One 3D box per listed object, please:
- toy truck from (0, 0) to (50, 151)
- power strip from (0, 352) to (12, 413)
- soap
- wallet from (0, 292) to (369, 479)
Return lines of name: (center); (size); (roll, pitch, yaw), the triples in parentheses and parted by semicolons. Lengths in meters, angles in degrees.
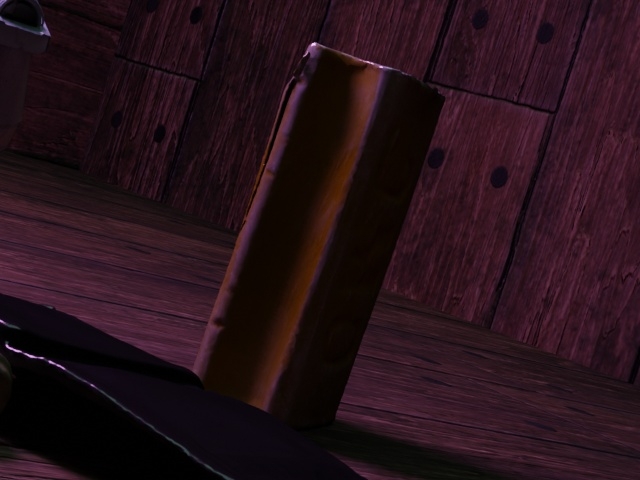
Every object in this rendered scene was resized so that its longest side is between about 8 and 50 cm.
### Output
toy truck: (-0.290, -0.079, 1.444); (0.108, 0.256, 0.140); (16, 10, -37)
power strip: (-0.302, 0.046, 0.884); (0.092, 0.066, 0.387); (21, 2, 35)
soap: (0.000, 0.000, 1.419); (0.089, 0.274, 0.173); (20, 3, 16)
wallet: (-0.113, 0.089, 1.136); (0.323, 0.041, 0.247); (28, 0, 27)
